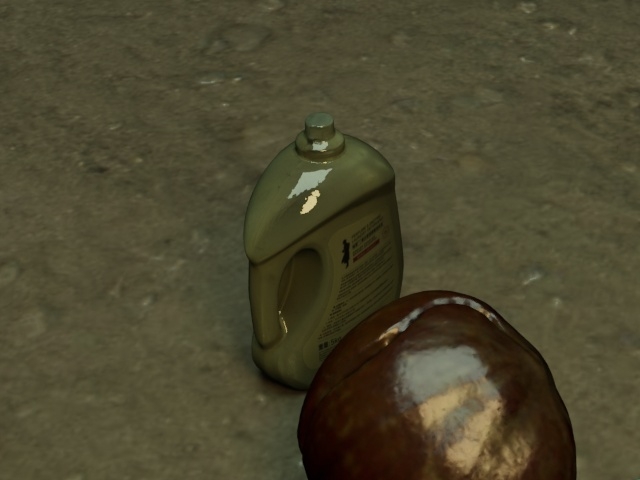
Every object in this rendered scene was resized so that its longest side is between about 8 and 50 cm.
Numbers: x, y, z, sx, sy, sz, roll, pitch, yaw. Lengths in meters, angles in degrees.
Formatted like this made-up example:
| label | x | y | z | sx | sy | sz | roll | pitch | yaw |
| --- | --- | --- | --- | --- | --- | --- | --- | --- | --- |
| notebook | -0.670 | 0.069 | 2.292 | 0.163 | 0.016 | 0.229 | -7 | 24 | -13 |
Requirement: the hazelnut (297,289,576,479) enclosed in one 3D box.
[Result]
| label | x | y | z | sx | sy | sz | roll | pitch | yaw |
| --- | --- | --- | --- | --- | --- | --- | --- | --- | --- |
| hazelnut | 0.102 | 0.158 | 1.293 | 0.218 | 0.218 | 0.234 | -28 | 74 | -30 |

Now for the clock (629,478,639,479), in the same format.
| label | x | y | z | sx | sy | sz | roll | pitch | yaw |
| --- | --- | --- | --- | --- | --- | --- | --- | --- | --- |
| clock | 0.237 | 0.300 | 1.126 | 0.231 | 0.116 | 0.262 | -10 | 63 | -2 |

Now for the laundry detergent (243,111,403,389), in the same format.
| label | x | y | z | sx | sy | sz | roll | pitch | yaw |
| --- | --- | --- | --- | --- | --- | --- | --- | --- | --- |
| laundry detergent | 0.000 | 0.000 | 1.472 | 0.091 | 0.253 | 0.181 | 28 | 46 | 34 |
